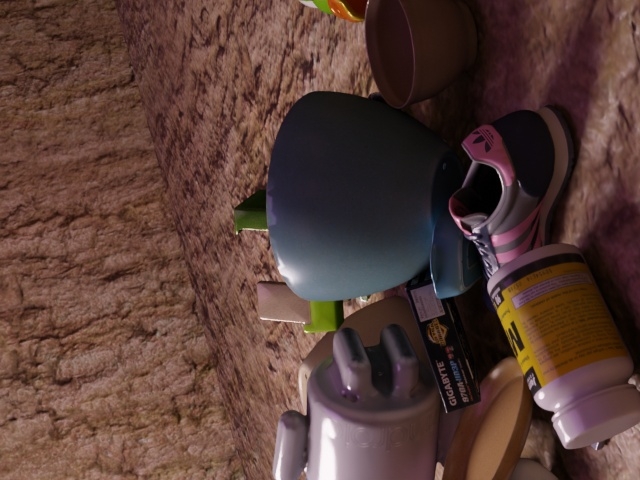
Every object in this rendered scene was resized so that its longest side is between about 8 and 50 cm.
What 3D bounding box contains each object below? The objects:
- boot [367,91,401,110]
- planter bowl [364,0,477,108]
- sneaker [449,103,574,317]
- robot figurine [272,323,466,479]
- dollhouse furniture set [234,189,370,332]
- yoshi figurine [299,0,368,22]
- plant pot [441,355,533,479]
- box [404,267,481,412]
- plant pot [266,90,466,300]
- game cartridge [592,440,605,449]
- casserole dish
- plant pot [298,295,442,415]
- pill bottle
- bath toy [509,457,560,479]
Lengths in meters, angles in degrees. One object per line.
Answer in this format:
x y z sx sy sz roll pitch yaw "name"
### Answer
0.112 -0.152 1.707 0.190 0.069 0.086 -125 22 -54 "boot"
0.138 -0.261 1.480 0.162 0.109 0.162 168 90 -73 "planter bowl"
0.209 -0.021 1.377 0.112 0.131 0.319 -121 24 -46 "sneaker"
0.076 0.302 1.704 0.200 0.300 0.353 -104 13 -62 "robot figurine"
0.000 0.000 1.783 0.301 0.151 0.197 -43 -48 -62 "dollhouse furniture set"
0.004 -0.437 1.690 0.362 0.203 0.203 -142 58 -68 "yoshi figurine"
0.227 0.270 1.516 0.236 0.032 0.236 -155 90 -84 "plant pot"
0.172 0.128 1.574 0.220 0.051 0.175 -38 -71 -82 "box"
0.083 -0.057 1.519 0.195 0.290 0.290 3 110 28 "plant pot"
0.323 0.210 1.373 0.083 0.017 0.056 -118 26 -42 "game cartridge"
0.190 0.009 1.474 0.188 0.037 0.114 -31 -59 -62 "casserole dish"
0.072 0.252 1.920 0.284 0.191 0.284 168 90 -74 "plant pot"
0.279 0.119 1.273 0.119 0.119 0.208 108 145 -60 "pill bottle"
0.242 0.407 1.584 0.151 0.129 0.348 43 156 7 "bath toy"
